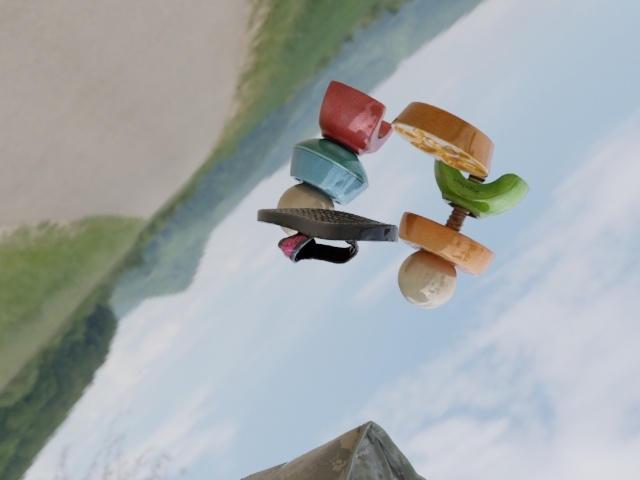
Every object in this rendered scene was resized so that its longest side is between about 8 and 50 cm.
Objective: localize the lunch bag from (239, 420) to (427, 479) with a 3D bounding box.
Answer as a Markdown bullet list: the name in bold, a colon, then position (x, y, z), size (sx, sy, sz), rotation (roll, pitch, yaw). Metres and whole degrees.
- **lunch bag**: position (-0.026, 0.345, 1.121), size (0.235, 0.169, 0.287), rotation (-33, -165, 43)

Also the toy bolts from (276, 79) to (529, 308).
- **toy bolts**: position (0.060, -0.045, 1.154), size (0.158, 0.228, 0.218), rotation (-62, 160, -4)

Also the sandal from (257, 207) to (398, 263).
- **sandal**: position (0.000, 0.000, 0.843), size (0.179, 0.067, 0.040), rotation (-163, -107, -69)
